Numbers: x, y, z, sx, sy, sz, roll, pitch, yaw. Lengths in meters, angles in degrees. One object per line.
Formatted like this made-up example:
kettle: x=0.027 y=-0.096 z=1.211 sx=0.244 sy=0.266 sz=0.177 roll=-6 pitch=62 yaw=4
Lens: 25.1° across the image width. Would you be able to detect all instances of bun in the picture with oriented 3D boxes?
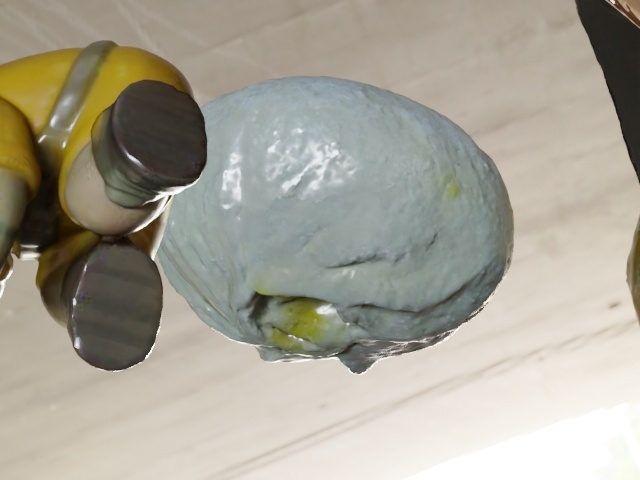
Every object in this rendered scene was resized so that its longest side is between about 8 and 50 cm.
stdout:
bun: x=0.000 y=0.000 z=1.376 sx=0.361 sy=0.211 sz=0.362 roll=9 pitch=-26 yaw=5

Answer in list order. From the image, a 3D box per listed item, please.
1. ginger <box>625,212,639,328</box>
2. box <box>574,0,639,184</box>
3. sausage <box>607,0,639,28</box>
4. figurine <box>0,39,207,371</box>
ginger: x=0.341 y=0.130 z=1.190 sx=0.122 sy=0.363 sz=0.348 roll=0 pitch=-56 yaw=-39
box: x=0.341 y=-0.106 z=0.903 sx=0.091 sy=0.350 sz=0.359 roll=-14 pitch=-9 yaw=-47
sausage: x=0.190 y=-0.145 z=0.677 sx=0.121 sy=0.304 sz=0.121 roll=-41 pitch=-17 yaw=-16
figurine: x=-0.172 y=-0.044 z=0.500 sx=0.256 sy=0.167 sz=0.192 roll=13 pitch=-33 yaw=-18
